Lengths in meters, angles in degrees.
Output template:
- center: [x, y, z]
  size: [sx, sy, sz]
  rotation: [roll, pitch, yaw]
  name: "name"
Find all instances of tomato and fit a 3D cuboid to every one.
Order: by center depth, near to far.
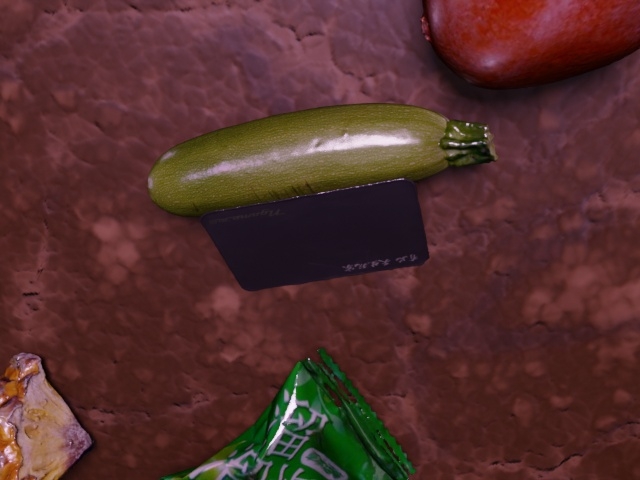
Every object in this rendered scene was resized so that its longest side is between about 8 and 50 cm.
- center: [0.136, -0.168, 0.430]
  size: [0.167, 0.167, 0.167]
  rotation: [2, 112, 5]
  name: "tomato"

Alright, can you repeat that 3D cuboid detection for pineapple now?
- center: [-0.250, 0.169, 0.638]
  size: [0.069, 0.116, 0.137]
  rotation: [-8, 69, 31]
  name: "pineapple"

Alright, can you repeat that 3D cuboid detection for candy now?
- center: [-0.036, 0.200, 0.635]
  size: [0.203, 0.078, 0.141]
  rotation: [-38, 115, 6]
  name: "candy"

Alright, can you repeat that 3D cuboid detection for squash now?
- center: [-0.005, -0.062, 0.529]
  size: [0.252, 0.066, 0.066]
  rotation: [-8, 111, 8]
  name: "squash"

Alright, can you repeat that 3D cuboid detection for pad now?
- center: [0.000, 0.000, 0.555]
  size: [0.157, 0.003, 0.112]
  rotation: [-10, 144, 9]
  name: "pad"
